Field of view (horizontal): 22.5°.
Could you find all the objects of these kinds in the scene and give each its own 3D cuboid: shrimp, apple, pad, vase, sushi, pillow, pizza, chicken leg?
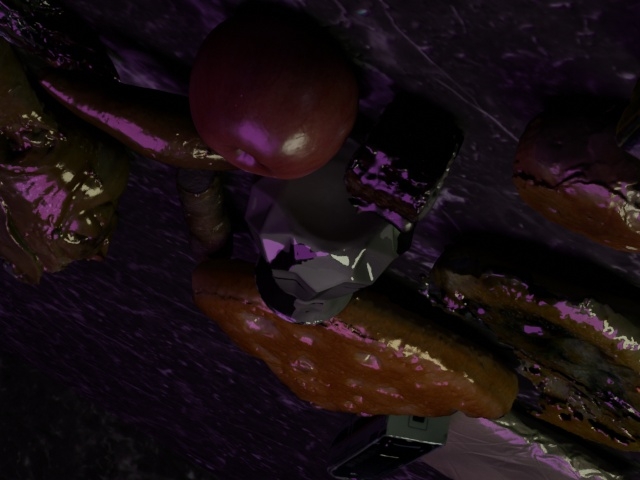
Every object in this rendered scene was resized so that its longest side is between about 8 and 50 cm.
[{"bbox_3d":[-0.274,-0.232,1.535,0.222,0.054,0.290,4,151,49],"label":"shrimp"},{"bbox_3d":[-0.043,-0.120,1.398,0.153,0.120,0.153,24,162,8],"label":"apple"},{"bbox_3d":[0.242,0.156,1.929,0.157,0.003,0.112,9,154,46],"label":"pad"},{"bbox_3d":[0.000,0.000,1.630,0.165,0.165,0.360,27,166,2],"label":"vase"},{"bbox_3d":[0.072,-0.068,1.418,0.084,0.094,0.098,29,162,2],"label":"sushi"},{"bbox_3d":[0.266,0.295,2.163,0.274,0.076,0.281,28,156,0],"label":"pillow"},{"bbox_3d":[0.039,0.123,1.930,0.409,0.114,0.278,20,158,9],"label":"pizza"},{"bbox_3d":[-0.338,-0.115,1.805,0.201,0.152,0.429,-3,145,13],"label":"chicken leg"}]

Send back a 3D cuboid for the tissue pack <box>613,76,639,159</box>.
[{"bbox_3d":[0.312,-0.086,1.057,0.173,0.073,0.235,28,162,0],"label":"tissue pack"}]

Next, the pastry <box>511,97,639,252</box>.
[{"bbox_3d":[0.223,-0.045,1.282,0.153,0.081,0.153,21,161,8],"label":"pastry"}]

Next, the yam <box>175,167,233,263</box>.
[{"bbox_3d":[-0.134,-0.034,1.862,0.061,0.061,0.253,25,162,9],"label":"yam"}]

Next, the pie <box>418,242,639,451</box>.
[{"bbox_3d":[0.277,0.121,1.671,0.296,0.078,0.371,6,151,46],"label":"pie"}]

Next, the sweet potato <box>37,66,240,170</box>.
[{"bbox_3d":[-0.162,-0.113,1.585,0.244,0.077,0.077,12,165,-12],"label":"sweet potato"}]

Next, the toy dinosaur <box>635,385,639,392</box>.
[{"bbox_3d":[0.393,0.087,1.334,0.288,0.117,0.070,1,152,-6],"label":"toy dinosaur"}]

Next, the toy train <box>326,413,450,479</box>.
[{"bbox_3d":[0.082,0.265,2.209,0.086,0.088,0.407,10,163,-10],"label":"toy train"}]

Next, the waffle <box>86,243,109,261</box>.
[{"bbox_3d":[-0.447,-0.106,2.092,0.304,0.077,0.348,17,159,28],"label":"waffle"}]
